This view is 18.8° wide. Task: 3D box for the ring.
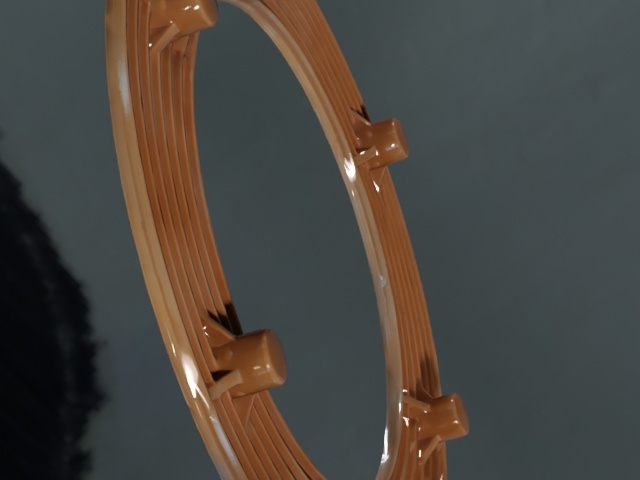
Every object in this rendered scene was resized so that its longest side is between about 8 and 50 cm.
[{"bbox_3d":[0.000,0.000,0.818,0.032,0.336,0.336,-17,37,17],"label":"ring"}]
